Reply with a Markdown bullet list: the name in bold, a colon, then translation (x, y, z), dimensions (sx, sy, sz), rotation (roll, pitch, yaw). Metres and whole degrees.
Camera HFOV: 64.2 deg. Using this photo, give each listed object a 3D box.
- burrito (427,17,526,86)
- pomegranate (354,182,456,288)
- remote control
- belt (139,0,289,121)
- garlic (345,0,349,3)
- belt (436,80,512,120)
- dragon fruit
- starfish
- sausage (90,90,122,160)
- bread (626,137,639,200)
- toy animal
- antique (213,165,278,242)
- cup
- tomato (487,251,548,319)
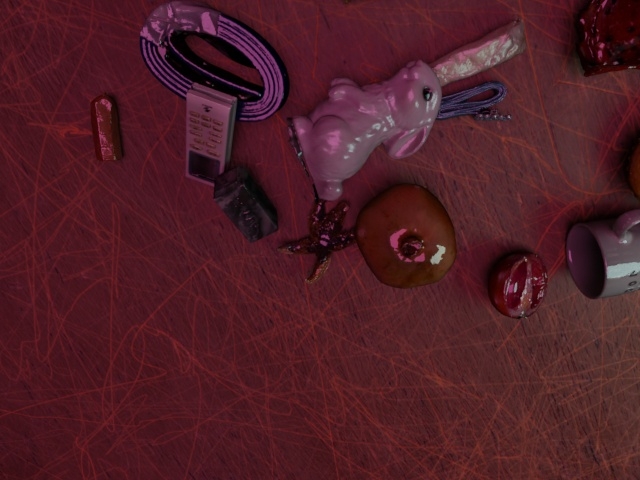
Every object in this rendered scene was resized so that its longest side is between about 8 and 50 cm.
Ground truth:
- **burrito**: translation (0.337, -0.418, 1.171), dimensions (0.275, 0.059, 0.082), rotation (-20, 121, 11)
- **pomegranate**: translation (0.204, -0.005, 1.210), dimensions (0.228, 0.270, 0.252), rotation (-20, 104, 3)
- **remote control**: translation (-0.265, -0.236, 1.209), dimensions (0.102, 0.056, 0.277), rotation (19, 143, -2)
- **belt**: translation (-0.236, -0.411, 1.186), dimensions (0.346, 0.117, 0.213), rotation (28, 111, -6)
- **garlic**: translation (0.145, -0.598, 1.102), dimensions (0.244, 0.146, 0.164), rotation (0, 141, 3)
- **belt**: translation (0.350, -0.313, 1.208), dimensions (0.179, 0.065, 0.100), rotation (-13, 99, 11)
- **dragon fruit**: translation (0.715, -0.498, 1.105), dimensions (0.329, 0.228, 0.286), rotation (-27, 73, 32)
- **starfish**: translation (0.000, 0.000, 1.341), dimensions (0.215, 0.071, 0.238), rotation (10, 99, 7)
- **sausage**: translation (-0.541, -0.287, 1.280), dimensions (0.065, 0.065, 0.170), rotation (2, 108, 4)
- **bread**: translation (0.823, -0.178, 1.174), dimensions (0.239, 0.139, 0.240), rotation (1, 109, 4)
- **toy animal**: translation (0.112, -0.260, 1.176), dimensions (0.357, 0.194, 0.258), rotation (-18, 107, 8)
- **antique**: translation (-0.188, -0.092, 1.272), dimensions (0.088, 0.086, 0.183), rotation (-25, 131, 13)
- **cup**: translation (0.745, 0.010, 1.201), dimensions (0.233, 0.187, 0.258), rotation (-11, 144, 3)
- **tomato**: translation (0.499, 0.111, 1.326), dimensions (0.189, 0.099, 0.173), rotation (4, 96, -38)
